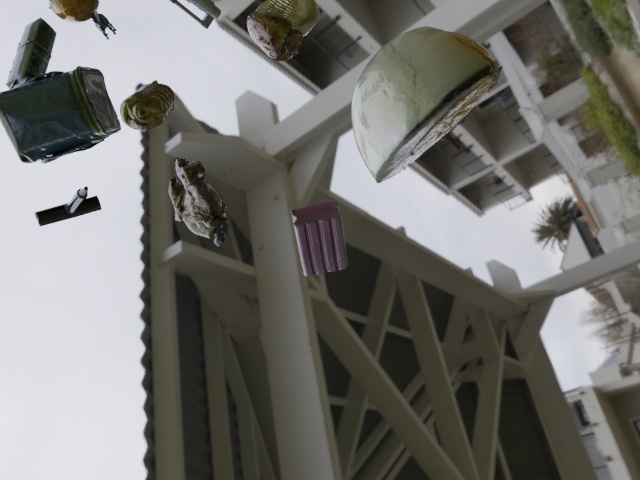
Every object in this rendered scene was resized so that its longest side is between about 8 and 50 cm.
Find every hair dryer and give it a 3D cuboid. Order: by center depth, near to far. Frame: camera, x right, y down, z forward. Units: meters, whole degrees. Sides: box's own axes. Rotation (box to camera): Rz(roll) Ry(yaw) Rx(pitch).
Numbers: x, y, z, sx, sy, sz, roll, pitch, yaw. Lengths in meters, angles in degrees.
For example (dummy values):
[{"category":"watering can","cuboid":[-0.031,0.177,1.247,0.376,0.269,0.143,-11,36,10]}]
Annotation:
[{"category":"hair dryer","cuboid":[-0.687,-0.102,1.503,0.173,0.195,0.050,-23,-93,-28]}]

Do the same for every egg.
[{"category":"egg","cuboid":[0.168,-0.276,1.048,0.201,0.337,0.337,49,-153,10]}]

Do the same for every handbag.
[{"category":"handbag","cuboid":[-0.702,-0.342,1.493,0.263,0.241,0.222,-107,0,-75]}]

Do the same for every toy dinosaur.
[{"category":"toy dinosaur","cuboid":[-0.671,-0.667,1.690,0.080,0.045,0.197,54,-179,-45]}]

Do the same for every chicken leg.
[{"category":"chicken leg","cuboid":[-0.385,-0.146,1.682,0.140,0.211,0.361,-53,-25,-27]}]

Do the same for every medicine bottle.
[{"category":"medicine bottle","cuboid":[-0.395,-0.725,1.626,0.220,0.092,0.061,30,-172,-46]}]

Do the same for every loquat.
[{"category":"loquat","cuboid":[-0.684,-0.671,1.520,0.141,0.141,0.141,39,-145,-35]}]

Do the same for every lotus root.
[{"category":"lotus root","cuboid":[-0.126,-0.502,1.324,0.190,0.094,0.108,41,154,34]}]

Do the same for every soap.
[{"category":"soap","cuboid":[0.000,0.000,1.402,0.203,0.122,0.065,81,176,-48]}]

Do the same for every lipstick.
[{"category":"lipstick","cuboid":[-0.867,-0.547,1.654,0.077,0.076,0.290,51,-153,-51]}]

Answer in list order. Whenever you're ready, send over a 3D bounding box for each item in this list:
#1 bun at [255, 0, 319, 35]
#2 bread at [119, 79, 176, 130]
[{"category":"bun","cuboid":[-0.113,-0.729,1.823,0.145,0.229,0.229,74,-177,-63]},{"category":"bread","cuboid":[-0.399,-0.314,1.280,0.098,0.087,0.269,19,-162,-15]}]
